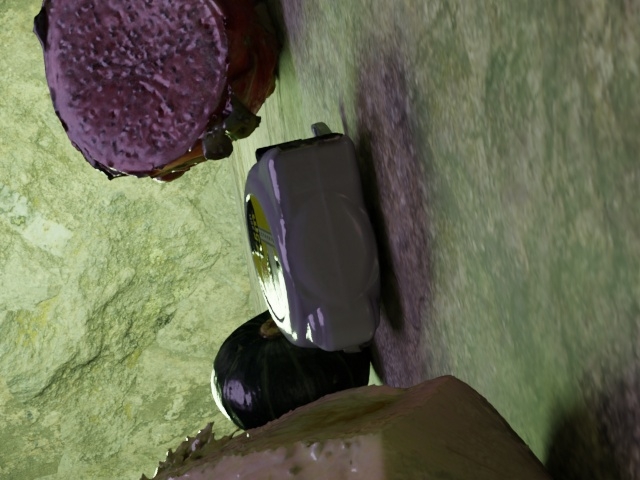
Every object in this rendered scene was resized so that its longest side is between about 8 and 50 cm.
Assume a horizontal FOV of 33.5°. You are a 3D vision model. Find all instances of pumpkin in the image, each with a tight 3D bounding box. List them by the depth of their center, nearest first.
[{"bbox_3d":[-0.030,0.135,1.100,0.167,0.167,0.125,-111,2,-52],"label":"pumpkin"}]

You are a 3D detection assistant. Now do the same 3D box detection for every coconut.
[{"bbox_3d":[0.023,0.183,0.511,0.233,0.245,0.233,38,-139,-42],"label":"coconut"}]

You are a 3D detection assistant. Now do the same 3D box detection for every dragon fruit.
[{"bbox_3d":[-0.169,-0.236,1.349,0.263,0.296,0.314,-13,-92,-63],"label":"dragon fruit"}]

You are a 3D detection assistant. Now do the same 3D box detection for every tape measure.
[{"bbox_3d":[-0.002,-0.003,0.932,0.178,0.105,0.196,-149,46,-71],"label":"tape measure"}]
